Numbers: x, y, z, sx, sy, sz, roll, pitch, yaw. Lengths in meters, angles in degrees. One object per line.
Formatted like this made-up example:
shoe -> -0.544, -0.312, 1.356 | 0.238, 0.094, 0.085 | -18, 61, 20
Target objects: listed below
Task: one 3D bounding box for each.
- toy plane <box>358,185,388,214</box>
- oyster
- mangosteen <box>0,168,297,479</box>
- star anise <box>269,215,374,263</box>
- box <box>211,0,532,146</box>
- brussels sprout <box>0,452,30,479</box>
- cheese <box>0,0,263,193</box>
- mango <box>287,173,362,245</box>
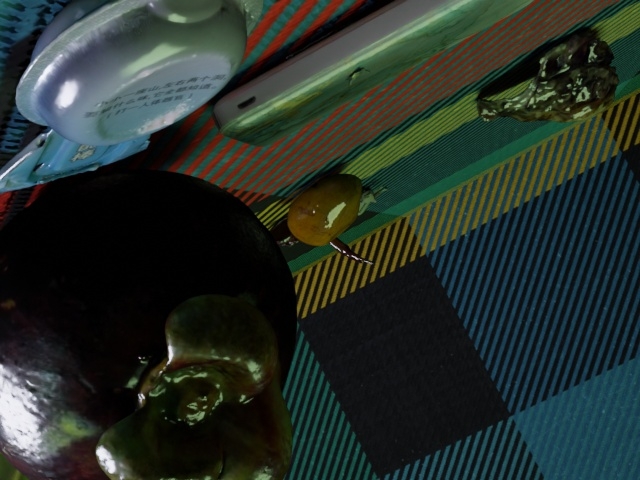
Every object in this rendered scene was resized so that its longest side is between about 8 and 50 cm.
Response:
toy plane -> 0.084, -0.078, 1.653 | 0.102, 0.040, 0.111 | -23, 175, -26
oyster -> 0.363, -0.230, 1.274 | 0.271, 0.100, 0.275 | -11, 176, -12
mangosteen -> -0.141, 0.081, 0.678 | 0.288, 0.288, 0.288 | -27, 175, -3
star anise -> 0.003, -0.001, 1.480 | 0.158, 0.144, 0.140 | -24, -178, -44
box -> 0.051, -0.156, 0.676 | 0.285, 0.044, 0.142 | -28, 179, 9
brussels sprout -> -0.306, 0.196, 0.905 | 0.328, 0.328, 0.247 | -23, -165, -40
cheese -> -0.112, -0.085, 0.468 | 0.135, 0.052, 0.245 | -21, 173, -36
mango -> 0.006, -0.046, 1.297 | 0.115, 0.089, 0.165 | -28, 173, -14
